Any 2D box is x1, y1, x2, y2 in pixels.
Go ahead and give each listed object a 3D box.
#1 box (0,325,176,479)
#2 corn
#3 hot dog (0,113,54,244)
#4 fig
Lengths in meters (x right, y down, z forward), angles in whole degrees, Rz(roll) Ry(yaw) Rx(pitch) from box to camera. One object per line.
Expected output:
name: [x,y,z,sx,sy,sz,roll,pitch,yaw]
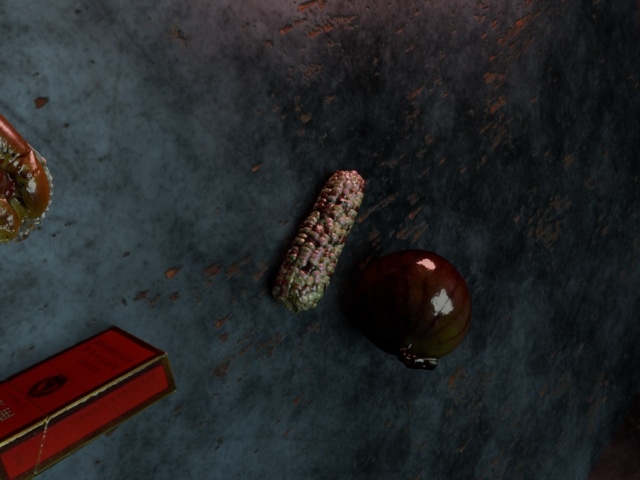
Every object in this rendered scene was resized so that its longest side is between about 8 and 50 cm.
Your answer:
box: [-0.333,0.208,0.851,0.239,0.153,0.074,-28,121,-37]
corn: [0.000,0.000,1.179,0.092,0.092,0.281,40,67,-41]
hot dog: [-0.429,-0.106,0.745,0.268,0.075,0.144,44,71,-38]
fig: [0.177,0.130,1.263,0.214,0.235,0.235,-33,120,-36]
